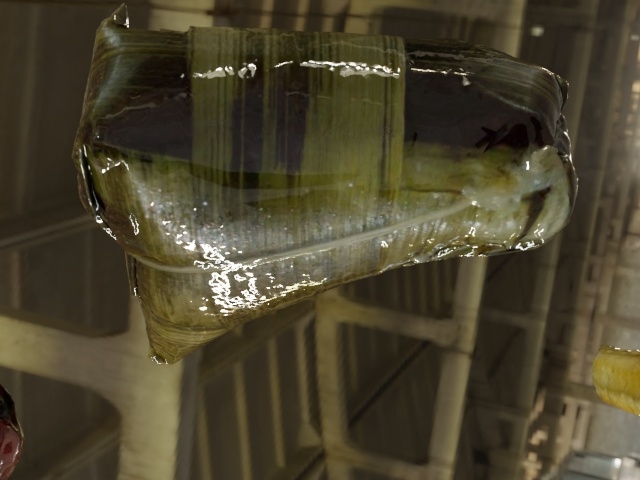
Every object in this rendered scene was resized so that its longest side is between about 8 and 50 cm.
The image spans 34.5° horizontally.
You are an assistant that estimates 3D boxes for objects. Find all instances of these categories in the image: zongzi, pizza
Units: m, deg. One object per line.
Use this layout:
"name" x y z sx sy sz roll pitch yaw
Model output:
"zongzi" 0.000 0.000 0.658 0.288 0.286 0.134 94 -179 -47
"pizza" 0.388 0.173 0.891 0.288 0.280 0.075 29 -94 -37

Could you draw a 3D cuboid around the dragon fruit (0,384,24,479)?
"dragon fruit" -0.217 0.114 0.352 0.234 0.234 0.293 64 -163 -61
